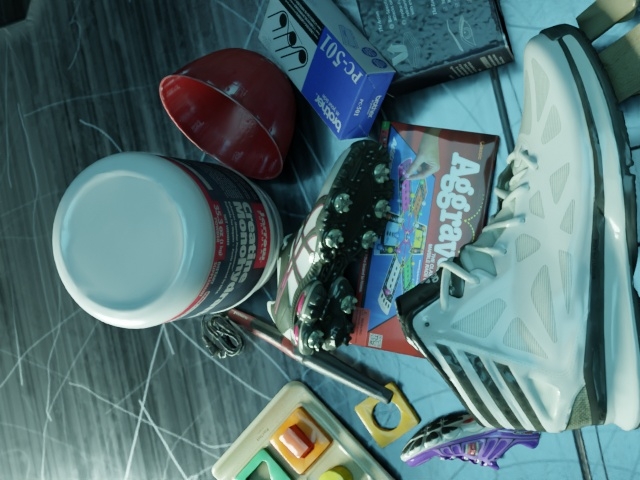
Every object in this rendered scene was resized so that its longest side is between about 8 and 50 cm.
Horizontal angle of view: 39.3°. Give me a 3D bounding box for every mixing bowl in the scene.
[{"bbox_3d":[-0.098,-0.171,1.114,0.181,0.181,0.098,28,67,16],"label":"mixing bowl"}]

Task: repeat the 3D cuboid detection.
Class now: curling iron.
[{"bbox_3d":[-0.033,0.151,1.148,0.274,0.035,0.068,18,89,18],"label":"curling iron"}]

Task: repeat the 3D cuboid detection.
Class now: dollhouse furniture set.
[{"bbox_3d":[0.369,-0.244,0.934,0.151,0.123,0.144,-19,84,-15],"label":"dollhouse furniture set"}]

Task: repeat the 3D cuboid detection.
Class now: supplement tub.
[{"bbox_3d":[-0.168,-0.002,1.067,0.191,0.272,0.191,0,91,18],"label":"supplement tub"}]

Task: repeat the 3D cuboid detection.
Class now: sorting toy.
[{"bbox_3d":[-0.025,0.306,1.144,0.196,0.047,0.348,43,103,13],"label":"sorting toy"}]

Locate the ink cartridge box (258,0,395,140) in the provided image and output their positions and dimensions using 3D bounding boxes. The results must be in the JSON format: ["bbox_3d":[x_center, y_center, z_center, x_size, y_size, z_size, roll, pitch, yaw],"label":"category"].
[{"bbox_3d":[0.002,-0.223,1.071,0.207,0.046,0.097,55,139,31],"label":"ink cartridge box"}]

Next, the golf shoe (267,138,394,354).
[{"bbox_3d":[0.000,0.000,1.093,0.120,0.105,0.273,29,105,44],"label":"golf shoe"}]

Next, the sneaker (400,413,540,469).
[{"bbox_3d":[0.178,0.245,1.065,0.169,0.068,0.071,-18,94,13],"label":"sneaker"}]

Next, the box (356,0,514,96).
[{"bbox_3d":[0.130,-0.270,1.060,0.158,0.093,0.156,-15,86,17],"label":"box"}]

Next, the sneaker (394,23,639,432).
[{"bbox_3d":[0.201,-0.002,0.981,0.257,0.169,0.448,-7,91,6],"label":"sneaker"}]

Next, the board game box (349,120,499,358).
[{"bbox_3d":[0.126,0.002,1.101,0.145,0.027,0.281,9,94,17],"label":"board game box"}]
